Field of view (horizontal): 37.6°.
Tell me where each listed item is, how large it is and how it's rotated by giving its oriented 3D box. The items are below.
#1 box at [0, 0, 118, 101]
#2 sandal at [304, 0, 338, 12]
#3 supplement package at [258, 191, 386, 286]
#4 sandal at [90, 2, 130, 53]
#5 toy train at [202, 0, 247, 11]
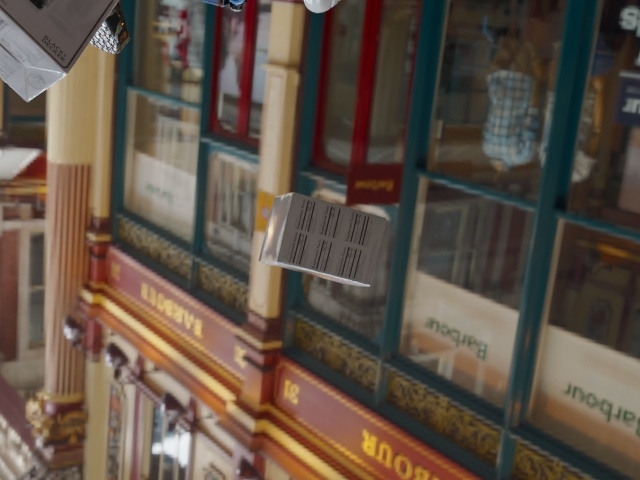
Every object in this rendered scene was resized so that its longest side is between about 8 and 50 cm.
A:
[{"bbox_3d":[-0.369,-0.342,1.262,0.087,0.169,0.290,-24,-146,34],"label":"box"},{"bbox_3d":[0.039,-0.505,1.421,0.102,0.169,0.416,20,-120,10],"label":"sandal"},{"bbox_3d":[0.000,0.000,1.969,0.203,0.149,0.194,15,176,-14],"label":"supplement package"},{"bbox_3d":[-0.420,-0.495,1.677,0.167,0.107,0.446,30,163,5],"label":"sandal"},{"bbox_3d":[-0.193,-0.581,1.995,0.105,0.184,0.080,17,-148,14],"label":"toy train"}]
